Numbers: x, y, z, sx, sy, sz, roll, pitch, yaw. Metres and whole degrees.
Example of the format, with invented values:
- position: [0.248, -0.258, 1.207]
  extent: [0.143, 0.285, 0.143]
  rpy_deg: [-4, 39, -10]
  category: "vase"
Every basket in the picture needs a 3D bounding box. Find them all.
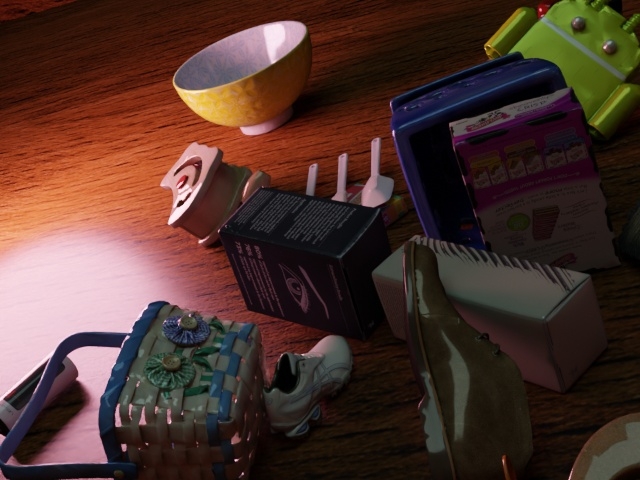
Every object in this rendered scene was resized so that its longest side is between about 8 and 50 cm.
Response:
- position: [-0.214, 0.192, 1.264]
  extent: [0.289, 0.201, 0.254]
  rpy_deg: [-5, 33, 11]
  category: "basket"

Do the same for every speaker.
- position: [-0.416, 0.221, 1.514]
  extent: [0.055, 0.055, 0.136]
  rpy_deg: [7, 40, 42]
  category: "speaker"

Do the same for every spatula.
- position: [0.039, -0.093, 1.702]
  extent: [0.168, 0.019, 0.242]
  rpy_deg: [-23, 24, 16]
  category: "spatula"

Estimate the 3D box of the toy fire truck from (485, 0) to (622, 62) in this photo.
- position: [0.378, -0.335, 1.825]
  extent: [0.246, 0.158, 0.217]
  rpy_deg: [18, 48, 36]
  category: "toy fire truck"

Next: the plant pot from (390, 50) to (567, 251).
- position: [0.230, -0.125, 1.466]
  extent: [0.236, 0.235, 0.212]
  rpy_deg: [-20, 23, 6]
  category: "plant pot"

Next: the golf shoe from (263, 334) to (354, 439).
- position: [-0.015, 0.161, 1.297]
  extent: [0.069, 0.086, 0.176]
  rpy_deg: [-6, 31, 31]
  category: "golf shoe"

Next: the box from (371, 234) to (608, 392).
- position: [0.196, 0.081, 1.258]
  extent: [0.094, 0.113, 0.275]
  rpy_deg: [-39, 34, -29]
  category: "box"

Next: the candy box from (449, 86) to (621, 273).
- position: [0.269, -0.057, 1.309]
  extent: [0.159, 0.233, 0.071]
  rpy_deg: [-16, 29, 11]
  category: "candy box"

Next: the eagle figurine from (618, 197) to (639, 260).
- position: [0.455, -0.061, 1.232]
  extent: [0.226, 0.225, 0.298]
  rpy_deg: [-50, 43, 2]
  category: "eagle figurine"

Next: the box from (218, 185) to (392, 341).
- position: [-0.012, 0.029, 1.419]
  extent: [0.207, 0.153, 0.108]
  rpy_deg: [13, 46, 32]
  category: "box"

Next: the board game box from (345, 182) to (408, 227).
- position: [0.000, 0.000, 1.617]
  extent: [0.259, 0.039, 0.124]
  rpy_deg: [-38, 31, -20]
  category: "board game box"

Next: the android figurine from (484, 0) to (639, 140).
- position: [0.382, -0.265, 1.625]
  extent: [0.273, 0.056, 0.248]
  rpy_deg: [-46, 71, 0]
  category: "android figurine"

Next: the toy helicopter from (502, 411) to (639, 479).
- position: [0.248, 0.293, 0.841]
  extent: [0.235, 0.140, 0.355]
  rpy_deg: [-2, 49, 27]
  category: "toy helicopter"

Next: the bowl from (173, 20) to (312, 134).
- position: [-0.134, -0.305, 2.100]
  extent: [0.290, 0.156, 0.289]
  rpy_deg: [-17, 29, 10]
  category: "bowl"

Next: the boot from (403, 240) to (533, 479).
- position: [0.153, 0.130, 1.149]
  extent: [0.115, 0.112, 0.305]
  rpy_deg: [-13, 58, 5]
  category: "boot"

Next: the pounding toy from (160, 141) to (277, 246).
- position: [-0.171, -0.061, 1.805]
  extent: [0.154, 0.155, 0.269]
  rpy_deg: [-58, 25, -5]
  category: "pounding toy"
